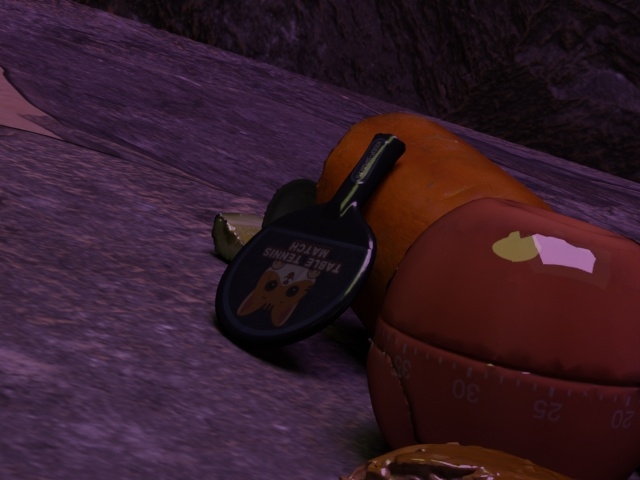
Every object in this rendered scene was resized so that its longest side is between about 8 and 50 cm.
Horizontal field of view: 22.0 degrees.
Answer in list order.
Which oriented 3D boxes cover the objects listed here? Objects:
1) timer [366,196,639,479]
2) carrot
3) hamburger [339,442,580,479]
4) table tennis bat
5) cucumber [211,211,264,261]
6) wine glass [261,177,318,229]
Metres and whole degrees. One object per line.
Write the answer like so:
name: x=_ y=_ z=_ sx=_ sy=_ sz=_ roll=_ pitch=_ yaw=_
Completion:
timer: x=0.151 y=0.086 z=1.229 sx=0.229 sy=0.215 sz=0.229 roll=17 pitch=7 yaw=-2
carrot: x=0.127 y=0.036 z=1.472 sx=0.193 sy=0.214 sz=0.331 roll=-5 pitch=24 yaw=-25
hamburger: x=0.135 y=0.204 z=0.844 sx=0.282 sy=0.155 sz=0.245 roll=17 pitch=4 yaw=-33
table tennis bat: x=0.000 y=0.000 z=1.423 sx=0.150 sy=0.236 sz=0.027 roll=13 pitch=-31 yaw=43
cucumber: x=-0.063 y=0.006 z=1.675 sx=0.107 sy=0.035 sz=0.067 roll=6 pitch=37 yaw=-51
wine glass: x=0.053 y=0.007 z=1.683 sx=0.231 sy=0.103 sz=0.103 roll=15 pitch=11 yaw=-46
